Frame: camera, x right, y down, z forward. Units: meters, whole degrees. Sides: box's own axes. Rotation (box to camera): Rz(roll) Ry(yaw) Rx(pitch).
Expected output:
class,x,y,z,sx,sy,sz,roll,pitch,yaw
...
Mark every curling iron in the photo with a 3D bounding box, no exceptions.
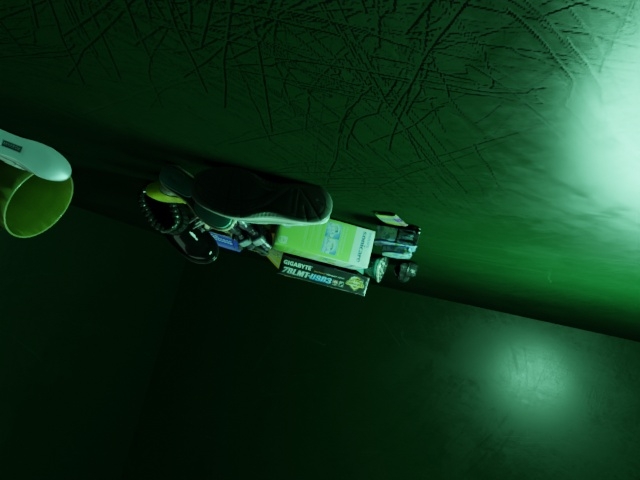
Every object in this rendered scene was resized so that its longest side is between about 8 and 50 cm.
class,x,y,z,sx,sy,sz,roll,pitch,yaw
curling iron,-0.273,0.025,1.650,0.035,0.068,0.274,-12,165,15

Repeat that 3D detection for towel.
class,x,y,z,sx,sy,sz,roll,pitch,yaw
towel,0.176,-0.052,1.042,0.060,0.009,0.083,9,169,37

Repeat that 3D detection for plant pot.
class,x,y,z,sx,sy,sz,roll,pitch,yaw
plant pot,-1.081,-0.198,1.441,0.294,0.274,0.275,29,172,4

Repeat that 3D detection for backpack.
class,x,y,z,sx,sy,sz,roll,pitch,yaw
backpack,0.198,0.003,1.112,0.115,0.084,0.105,12,172,9

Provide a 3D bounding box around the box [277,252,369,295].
class,x,y,z,sx,sy,sz,roll,pitch,yaw
box,0.003,0.108,1.478,0.294,0.073,0.295,14,-179,-3

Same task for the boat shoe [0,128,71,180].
class,x,y,z,sx,sy,sz,roll,pitch,yaw
boat shoe,-0.853,-0.253,1.196,0.258,0.095,0.084,35,165,-38

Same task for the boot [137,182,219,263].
class,x,y,z,sx,sy,sz,roll,pitch,yaw
boot,-0.494,-0.044,1.475,0.348,0.131,0.260,43,164,-14

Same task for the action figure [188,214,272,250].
class,x,y,z,sx,sy,sz,roll,pitch,yaw
action figure,-0.255,-0.056,1.210,0.186,0.099,0.285,-15,151,18

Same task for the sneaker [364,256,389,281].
class,x,y,z,sx,sy,sz,roll,pitch,yaw
sneaker,0.222,0.115,1.793,0.110,0.106,0.275,23,172,3

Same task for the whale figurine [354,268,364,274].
class,x,y,z,sx,sy,sz,roll,pitch,yaw
whale figurine,0.082,0.093,1.800,0.272,0.141,0.216,33,152,56

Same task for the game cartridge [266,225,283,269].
class,x,y,z,sx,sy,sz,roll,pitch,yaw
game cartridge,-0.144,0.056,1.751,0.286,0.052,0.323,6,146,45

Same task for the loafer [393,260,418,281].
class,x,y,z,sx,sy,sz,roll,pitch,yaw
loafer,0.343,0.125,1.742,0.078,0.076,0.223,19,167,3

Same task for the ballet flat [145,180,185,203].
class,x,y,z,sx,sy,sz,roll,pitch,yaw
ballet flat,-0.387,-0.144,1.208,0.231,0.077,0.077,12,151,-7

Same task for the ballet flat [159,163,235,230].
class,x,y,z,sx,sy,sz,roll,pitch,yaw
ballet flat,-0.294,-0.105,1.043,0.248,0.086,0.086,40,178,15

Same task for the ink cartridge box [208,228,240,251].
class,x,y,z,sx,sy,sz,roll,pitch,yaw
ink cartridge box,-0.455,-0.014,1.943,0.166,0.065,0.333,18,-178,-21

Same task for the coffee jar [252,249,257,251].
class,x,y,z,sx,sy,sz,roll,pitch,yaw
coffee jar,-0.278,0.012,1.930,0.079,0.096,0.184,9,170,13

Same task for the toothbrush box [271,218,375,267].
class,x,y,z,sx,sy,sz,roll,pitch,yaw
toothbrush box,0.000,0.000,1.306,0.284,0.122,0.206,14,173,-9

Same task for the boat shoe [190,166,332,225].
class,x,y,z,sx,sy,sz,roll,pitch,yaw
boat shoe,-0.133,-0.089,0.964,0.321,0.118,0.103,7,167,0

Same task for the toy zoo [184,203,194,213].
class,x,y,z,sx,sy,sz,roll,pitch,yaw
toy zoo,-0.340,-0.061,1.552,0.293,0.030,0.192,26,-179,-38

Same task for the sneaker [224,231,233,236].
class,x,y,z,sx,sy,sz,roll,pitch,yaw
sneaker,-0.395,-0.066,1.752,0.084,0.069,0.185,30,171,0

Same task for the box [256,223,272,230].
class,x,y,z,sx,sy,sz,roll,pitch,yaw
box,-0.249,-0.080,1.402,0.088,0.058,0.232,12,172,23
